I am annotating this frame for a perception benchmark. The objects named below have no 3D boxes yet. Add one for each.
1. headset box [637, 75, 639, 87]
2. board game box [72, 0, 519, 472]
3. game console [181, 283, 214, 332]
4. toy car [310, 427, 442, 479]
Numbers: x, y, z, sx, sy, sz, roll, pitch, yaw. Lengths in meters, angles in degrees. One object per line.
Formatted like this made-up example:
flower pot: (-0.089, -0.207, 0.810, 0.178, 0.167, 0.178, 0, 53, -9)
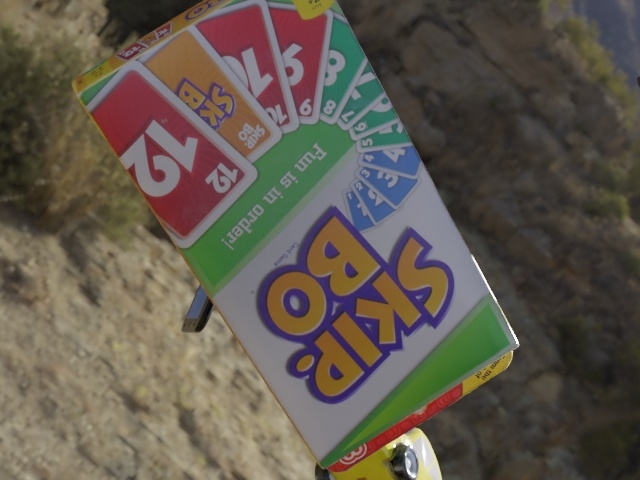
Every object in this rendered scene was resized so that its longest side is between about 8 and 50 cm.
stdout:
headset box: (0.352, -0.119, 0.755, 0.131, 0.246, 0.283, 62, 2, 3)
board game box: (0.000, 0.000, 0.621, 0.259, 0.124, 0.039, 59, -3, -27)
game console: (-0.079, -0.008, 0.755, 0.107, 0.071, 0.122, 57, -12, -3)
toy car: (0.097, 0.200, 0.798, 0.225, 0.239, 0.053, 13, 46, 6)
